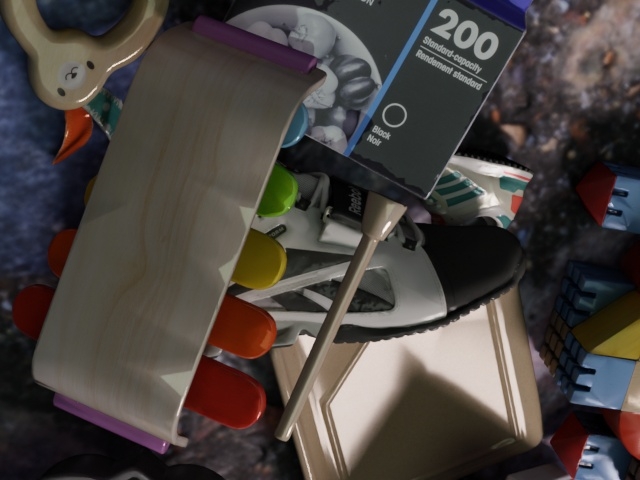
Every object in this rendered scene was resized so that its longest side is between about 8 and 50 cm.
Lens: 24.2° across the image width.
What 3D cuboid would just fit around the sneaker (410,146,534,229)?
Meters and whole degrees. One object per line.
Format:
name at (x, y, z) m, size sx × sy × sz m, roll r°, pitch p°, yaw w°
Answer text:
sneaker at (0.098, -0.042, 1.226) m, size 0.161 × 0.057 × 0.075 m, roll 10°, pitch 103°, yaw -28°

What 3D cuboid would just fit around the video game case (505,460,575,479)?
video game case at (0.130, 0.328, 1.346) m, size 0.285 × 0.025 × 0.204 m, roll -60°, pitch 159°, yaw 8°

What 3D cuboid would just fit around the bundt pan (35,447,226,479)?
bundt pan at (-0.159, 0.313, 1.211) m, size 0.330 × 0.124 × 0.331 m, roll 0°, pitch 106°, yaw -1°

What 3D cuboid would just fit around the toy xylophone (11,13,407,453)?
toy xylophone at (-0.080, 0.012, 1.068) m, size 0.236 × 0.081 × 0.323 m, roll 30°, pitch 98°, yaw 8°

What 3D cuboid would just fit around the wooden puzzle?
wooden puzzle at (0.078, 0.124, 1.307) m, size 0.238 × 0.044 × 0.221 m, roll -22°, pitch 119°, yaw -16°

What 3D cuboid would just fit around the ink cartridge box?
ink cartridge box at (0.043, -0.167, 1.124) m, size 0.206 × 0.045 × 0.208 m, roll 27°, pitch 101°, yaw -10°

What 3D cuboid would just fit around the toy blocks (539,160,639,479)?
toy blocks at (0.321, 0.095, 1.327) m, size 0.261 × 0.191 × 0.381 m, roll 9°, pitch 109°, yaw -12°

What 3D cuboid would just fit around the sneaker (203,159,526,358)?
sneaker at (0.000, 0.000, 1.160) m, size 0.330 × 0.122 × 0.146 m, roll -8°, pitch 107°, yaw -9°

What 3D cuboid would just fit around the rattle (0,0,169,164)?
rattle at (-0.153, -0.133, 1.045) m, size 0.130 × 0.142 × 0.200 m, roll -4°, pitch 109°, yaw -40°
